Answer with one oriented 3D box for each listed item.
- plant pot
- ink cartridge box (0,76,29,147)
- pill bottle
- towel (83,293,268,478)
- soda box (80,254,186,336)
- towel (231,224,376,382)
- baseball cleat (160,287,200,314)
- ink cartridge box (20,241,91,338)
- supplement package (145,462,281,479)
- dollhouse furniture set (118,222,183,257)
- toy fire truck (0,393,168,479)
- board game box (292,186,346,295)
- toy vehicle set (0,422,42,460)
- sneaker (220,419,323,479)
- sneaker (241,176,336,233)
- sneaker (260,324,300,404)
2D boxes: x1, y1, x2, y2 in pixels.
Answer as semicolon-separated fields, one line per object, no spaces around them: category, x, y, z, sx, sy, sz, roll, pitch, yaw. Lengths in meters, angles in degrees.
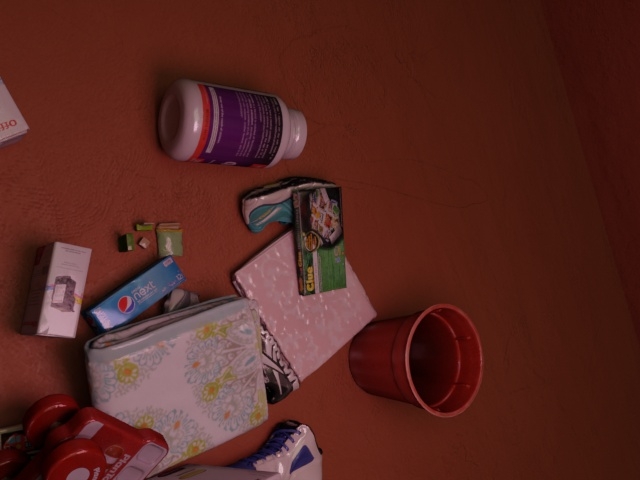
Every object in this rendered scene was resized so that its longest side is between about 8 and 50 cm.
plant pot;0.230;0.307;1.662;0.272;0.265;0.273;7;78;-35
ink cartridge box;-0.673;-0.264;1.198;0.154;0.093;0.213;-34;101;-34
pill bottle;-0.197;-0.263;1.490;0.322;0.181;0.182;1;82;-36
towel;-0.283;0.303;1.335;0.374;0.090;0.321;-15;110;-33
soda box;-0.392;0.116;1.356;0.210;0.071;0.067;-38;105;-34
towel;-0.033;0.138;1.629;0.317;0.053;0.332;-37;104;-33
baseball cleat;-0.307;0.206;1.394;0.109;0.072;0.206;14;74;-13
ink cartridge box;-0.511;0.099;1.238;0.072;0.127;0.175;15;75;-36
supplement package;-0.211;0.564;1.254;0.145;0.261;0.204;-1;84;-56
dollhouse furniture set;-0.360;-0.002;1.406;0.151;0.058;0.076;-3;85;-36
toy fire truck;-0.448;0.442;1.151;0.302;0.169;0.254;-49;133;-6
board game box;0.000;0.000;1.596;0.136;0.030;0.260;-8;98;-38
toy vehicle set;-0.556;0.430;1.209;0.266;0.035;0.166;-3;85;-36
sneaker;-0.109;0.505;1.484;0.315;0.127;0.182;20;68;-40
sneaker;-0.079;-0.097;1.622;0.275;0.107;0.110;-20;114;-32
sneaker;-0.141;0.289;1.509;0.106;0.078;0.234;-42;110;-35
